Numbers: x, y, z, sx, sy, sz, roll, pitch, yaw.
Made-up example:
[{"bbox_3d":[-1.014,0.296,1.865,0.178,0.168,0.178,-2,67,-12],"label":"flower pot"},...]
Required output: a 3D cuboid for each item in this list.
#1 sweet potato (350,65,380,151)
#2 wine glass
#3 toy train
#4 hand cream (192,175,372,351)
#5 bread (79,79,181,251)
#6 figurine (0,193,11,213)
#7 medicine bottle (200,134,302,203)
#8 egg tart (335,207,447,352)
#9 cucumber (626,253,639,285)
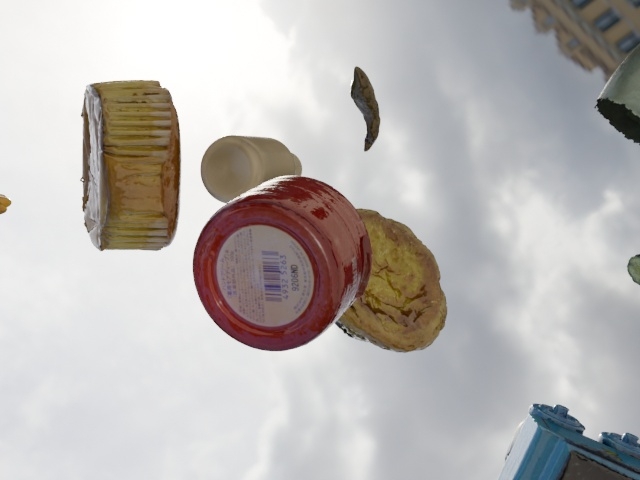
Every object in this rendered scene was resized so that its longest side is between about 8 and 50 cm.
[{"bbox_3d":[0.069,-0.206,1.684,0.038,0.041,0.153,39,153,42],"label":"sweet potato"},{"bbox_3d":[0.466,-0.221,1.327,0.096,0.309,0.264,36,176,27],"label":"wine glass"},{"bbox_3d":[0.469,0.418,1.917,0.300,0.188,0.265,24,-175,-4],"label":"toy train"},{"bbox_3d":[-0.045,0.026,1.297,0.193,0.193,0.125,54,-153,-1],"label":"hand cream"},{"bbox_3d":[-0.306,-0.123,1.833,0.156,0.288,0.204,-4,-164,-21],"label":"bread"},{"bbox_3d":[-0.478,-0.180,1.275,0.187,0.215,0.344,-74,-27,-60],"label":"figurine"},{"bbox_3d":[-0.104,-0.120,1.870,0.114,0.114,0.252,59,-161,7],"label":"medicine bottle"},{"bbox_3d":[0.099,0.088,2.181,0.341,0.129,0.341,22,-132,-27],"label":"egg tart"},{"bbox_3d":[0.568,0.029,1.728,0.187,0.058,0.058,-11,-115,-19],"label":"cucumber"}]
